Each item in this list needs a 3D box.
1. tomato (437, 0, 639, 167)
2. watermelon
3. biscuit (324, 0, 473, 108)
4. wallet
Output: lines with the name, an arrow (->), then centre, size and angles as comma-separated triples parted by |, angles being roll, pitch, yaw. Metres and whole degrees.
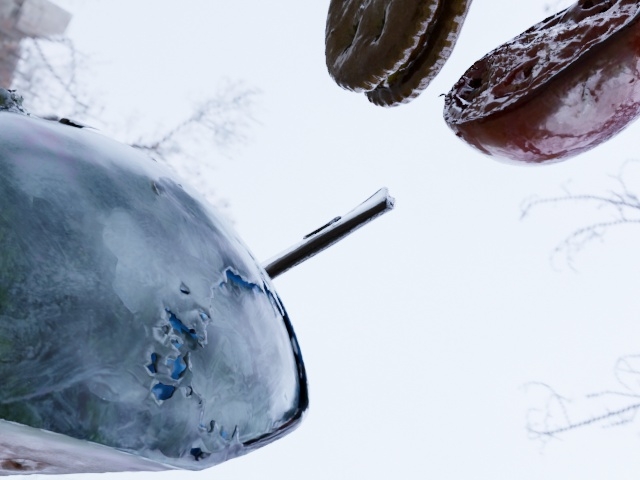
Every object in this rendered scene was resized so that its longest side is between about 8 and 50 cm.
tomato -> 0.173, -0.108, 0.794 | 0.166, 0.082, 0.174 | -34, -165, 14
watermelon -> -0.108, 0.009, 0.521 | 0.188, 0.322, 0.175 | -6, -91, 15
biscuit -> 0.074, -0.229, 1.031 | 0.220, 0.066, 0.220 | -46, -144, 48
wallet -> 0.000, 0.000, 1.047 | 0.156, 0.018, 0.082 | -30, -171, 12
